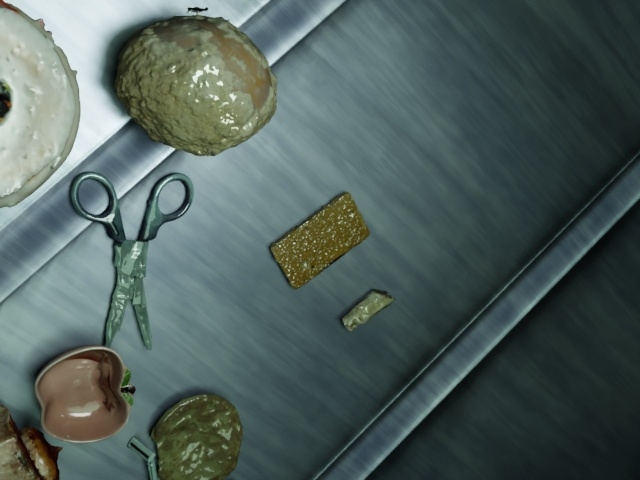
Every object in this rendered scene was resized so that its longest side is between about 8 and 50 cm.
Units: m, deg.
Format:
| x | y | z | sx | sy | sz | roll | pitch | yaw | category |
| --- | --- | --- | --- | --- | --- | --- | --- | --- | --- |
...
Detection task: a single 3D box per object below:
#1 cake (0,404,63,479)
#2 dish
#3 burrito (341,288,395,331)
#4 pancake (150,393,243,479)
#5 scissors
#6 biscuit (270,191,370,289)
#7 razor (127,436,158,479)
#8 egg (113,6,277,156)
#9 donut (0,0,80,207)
| x | y | z | sx | sy | sz | roll | pitch | yaw | category |
| --- | --- | --- | --- | --- | --- | --- | --- | --- | --- |
| -0.647 | 0.443 | 1.873 | 0.293 | 0.196 | 0.198 | -26 | 112 | -19 | cake |
| -0.485 | 0.304 | 1.986 | 0.213 | 0.090 | 0.213 | -6 | 106 | -24 | dish |
| 0.113 | 0.160 | 2.291 | 0.149 | 0.041 | 0.055 | -35 | 130 | -20 | burrito |
| -0.275 | 0.449 | 2.161 | 0.222 | 0.042 | 0.236 | -33 | 118 | -14 | pancake |
| -0.386 | 0.046 | 2.004 | 0.256 | 0.029 | 0.383 | -3 | 103 | -28 | scissors |
| 0.000 | 0.000 | 2.199 | 0.231 | 0.025 | 0.131 | -35 | 115 | -15 | biscuit |
| -0.367 | 0.530 | 2.128 | 0.036 | 0.084 | 0.211 | -28 | 125 | -32 | razor |
| -0.234 | -0.299 | 1.869 | 0.310 | 0.279 | 0.279 | 15 | 97 | -2 | egg |
| -0.615 | -0.242 | 1.717 | 0.383 | 0.142 | 0.382 | -9 | 104 | -40 | donut |
